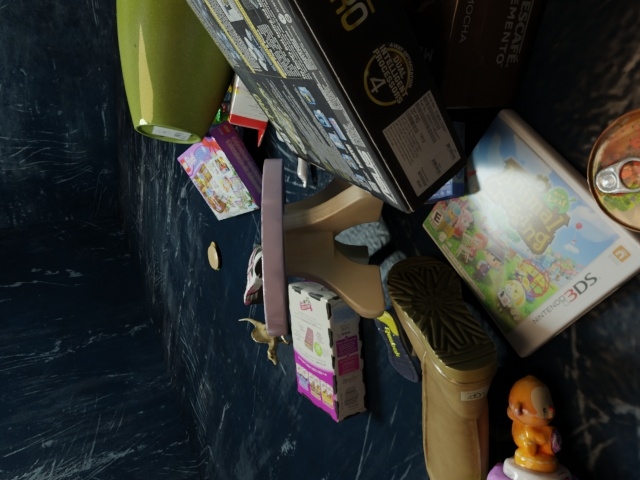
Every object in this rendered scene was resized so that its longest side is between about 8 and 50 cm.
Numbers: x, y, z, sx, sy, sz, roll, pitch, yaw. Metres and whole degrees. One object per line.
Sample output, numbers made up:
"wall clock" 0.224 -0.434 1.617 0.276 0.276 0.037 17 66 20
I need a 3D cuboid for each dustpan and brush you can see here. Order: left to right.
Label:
"dustpan and brush" -0.049 -0.208 0.893 0.147 0.061 0.211 -164 76 -73

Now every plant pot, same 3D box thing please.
"plant pot" -0.294 -0.362 0.968 0.275 0.275 0.293 0 83 60

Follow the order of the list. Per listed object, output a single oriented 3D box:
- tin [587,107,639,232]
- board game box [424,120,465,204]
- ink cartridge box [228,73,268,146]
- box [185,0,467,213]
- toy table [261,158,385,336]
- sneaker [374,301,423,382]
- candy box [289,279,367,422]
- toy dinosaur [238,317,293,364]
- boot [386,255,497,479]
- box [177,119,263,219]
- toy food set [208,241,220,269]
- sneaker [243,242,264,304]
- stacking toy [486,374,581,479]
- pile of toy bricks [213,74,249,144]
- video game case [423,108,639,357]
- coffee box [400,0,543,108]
"tin" 0.304 -0.064 0.352 0.190 0.040 0.106 -14 83 60
"board game box" 0.148 -0.095 0.593 0.090 0.020 0.089 171 102 -69
"ink cartridge box" -0.131 -0.319 0.930 0.231 0.078 0.134 115 157 -45
"box" -0.044 -0.233 0.489 0.394 0.097 0.318 53 170 -32
"toy table" 0.000 0.000 0.691 0.252 0.161 0.274 95 172 -74
"sneaker" 0.131 0.151 0.704 0.053 0.059 0.144 9 127 47
"candy box" 0.011 0.202 0.899 0.159 0.071 0.233 12 110 58
"toy dinosaur" -0.124 0.214 1.110 0.183 0.093 0.053 41 132 47
"boot" 0.153 0.188 0.618 0.236 0.089 0.269 -99 -1 -58
"box" -0.241 -0.160 1.155 0.200 0.057 0.293 58 153 -15
"toy food set" -0.342 0.053 1.503 0.083 0.020 0.082 59 144 31
"sneaker" -0.150 0.082 1.155 0.178 0.072 0.077 -67 31 32
"stacking toy" 0.234 0.300 0.506 0.166 0.175 0.301 -4 81 54
"pile of toy bricks" -0.243 -0.307 1.135 0.118 0.105 0.212 51 140 39
"video game case" 0.220 -0.005 0.525 0.212 0.023 0.193 60 145 30
"coffee box" 0.097 -0.274 0.552 0.297 0.119 0.168 43 135 47
